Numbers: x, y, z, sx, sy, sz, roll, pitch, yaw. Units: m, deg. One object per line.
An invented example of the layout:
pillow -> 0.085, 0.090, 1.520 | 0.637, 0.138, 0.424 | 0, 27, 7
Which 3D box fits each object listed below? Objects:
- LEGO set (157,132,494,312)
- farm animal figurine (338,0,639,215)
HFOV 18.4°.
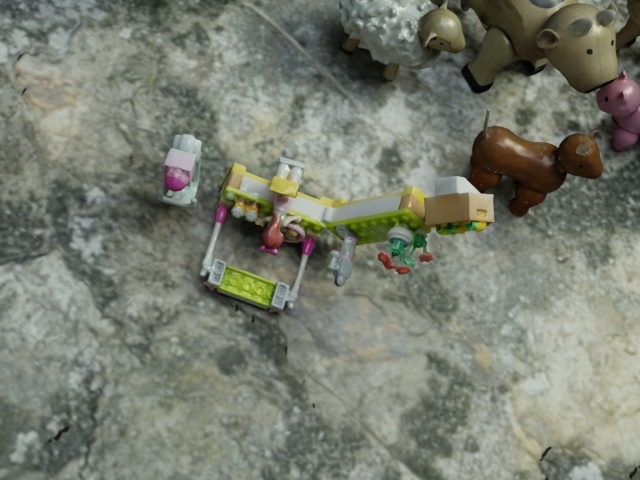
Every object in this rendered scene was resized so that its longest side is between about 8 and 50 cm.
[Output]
LEGO set -> 0.000, 0.000, 1.668 | 0.287, 0.132, 0.107 | 11, 63, 11
farm animal figurine -> 0.226, -0.205, 1.834 | 0.327, 0.172, 0.330 | 44, 58, 7
